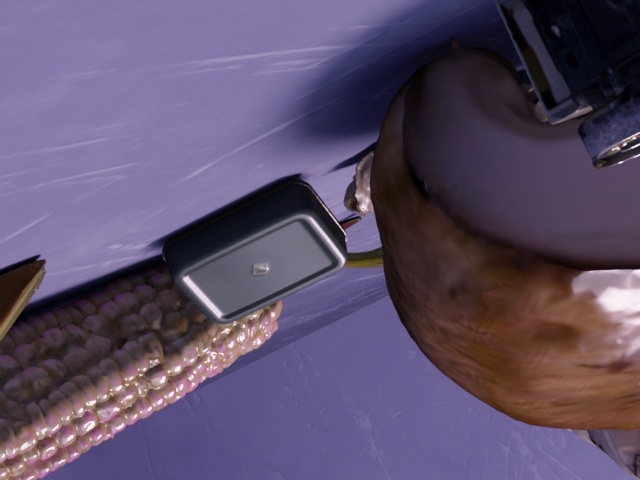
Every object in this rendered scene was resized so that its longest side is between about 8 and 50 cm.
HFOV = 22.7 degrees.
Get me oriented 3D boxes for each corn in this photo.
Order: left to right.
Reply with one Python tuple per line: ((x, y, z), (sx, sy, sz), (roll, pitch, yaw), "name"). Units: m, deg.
((-0.174, 0.100, 1.238), (0.335, 0.126, 0.127), (-23, 174, -28), "corn")

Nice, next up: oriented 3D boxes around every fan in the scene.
((0.000, 0.000, 1.669), (0.085, 0.005, 0.133), (-24, 174, -16), "fan")

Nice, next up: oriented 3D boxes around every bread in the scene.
((-0.220, 0.077, 1.001), (0.139, 0.084, 0.074), (-24, 174, -16), "bread")

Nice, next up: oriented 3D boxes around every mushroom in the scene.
((0.172, 0.040, 1.049), (0.314, 0.224, 0.397), (-23, 152, -25), "mushroom")

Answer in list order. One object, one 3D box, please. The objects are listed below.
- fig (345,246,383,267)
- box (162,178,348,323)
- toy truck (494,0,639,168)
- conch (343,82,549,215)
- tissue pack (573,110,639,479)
((0.088, 0.007, 1.560), (0.245, 0.149, 0.149), (-12, -178, 30), "fig")
((-0.047, 0.012, 1.186), (0.126, 0.031, 0.091), (-25, 137, 11), "box")
((0.202, -0.135, 0.638), (0.157, 0.124, 0.272), (-19, 173, -43), "toy truck")
((0.119, -0.066, 1.220), (0.207, 0.130, 0.155), (-6, 134, -4), "conch")
((0.305, 0.027, 1.504), (0.195, 0.389, 0.375), (2, 176, 2), "tissue pack")
